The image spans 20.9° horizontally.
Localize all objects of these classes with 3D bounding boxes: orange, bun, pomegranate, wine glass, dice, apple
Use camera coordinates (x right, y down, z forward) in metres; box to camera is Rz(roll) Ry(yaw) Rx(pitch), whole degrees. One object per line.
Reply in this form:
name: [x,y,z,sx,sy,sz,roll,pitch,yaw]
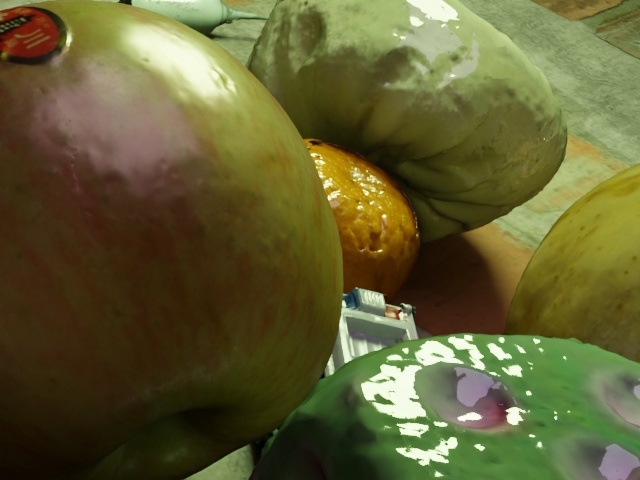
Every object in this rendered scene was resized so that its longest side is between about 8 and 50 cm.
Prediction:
orange: [0.000,0.000,1.684,0.193,0.161,0.193,26,38,-22]
bun: [0.069,-0.124,1.834,0.360,0.359,0.211,28,69,14]
pomegranate: [0.357,0.072,1.535,0.410,0.410,0.410,16,29,-9]
wine glass: [-0.137,-0.285,2.188,0.262,0.074,0.074,1,34,-29]
dice: [0.129,0.267,1.143,0.318,0.322,0.330,4,31,-27]
apple: [-0.176,0.017,1.334,0.391,0.391,0.346,-2,54,-35]

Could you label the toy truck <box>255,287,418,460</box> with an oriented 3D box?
toy truck: [0.030,0.169,1.419,0.124,0.155,0.268,13,30,-15]
